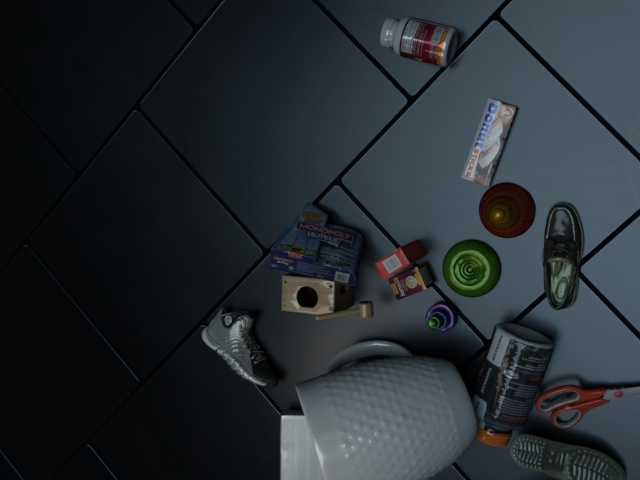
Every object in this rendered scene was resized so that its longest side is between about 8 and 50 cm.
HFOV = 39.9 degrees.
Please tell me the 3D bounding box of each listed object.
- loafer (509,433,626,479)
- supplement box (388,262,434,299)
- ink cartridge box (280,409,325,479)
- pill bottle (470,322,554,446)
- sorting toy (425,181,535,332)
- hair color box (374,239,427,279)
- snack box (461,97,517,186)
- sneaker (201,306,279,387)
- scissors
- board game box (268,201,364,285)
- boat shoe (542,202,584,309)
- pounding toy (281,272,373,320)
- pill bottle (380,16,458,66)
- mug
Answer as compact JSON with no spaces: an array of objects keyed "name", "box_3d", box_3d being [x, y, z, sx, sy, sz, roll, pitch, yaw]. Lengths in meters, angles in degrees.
[{"name":"loafer","box_3d":[0.519,0.467,1.861,0.251,0.087,0.094,22,85,4]},{"name":"supplement box","box_3d":[0.200,0.090,1.945,0.083,0.043,0.055,-27,87,37]},{"name":"ink cartridge box","box_3d":[0.020,0.500,2.082,0.232,0.066,0.189,1,97,0]},{"name":"pill bottle","box_3d":[0.393,0.308,1.858,0.130,0.130,0.245,21,103,18]},{"name":"sorting toy","box_3d":[0.320,0.047,1.860,0.127,0.126,0.365,33,106,15]},{"name":"hair color box","box_3d":[0.175,0.040,1.905,0.072,0.141,0.043,-33,83,21]},{"name":"snack box","box_3d":[0.358,-0.207,1.869,0.064,0.022,0.178,22,104,19]},{"name":"sneaker","box_3d":[-0.172,0.242,2.098,0.229,0.086,0.132,36,105,15]},{"name":"scissors","box_3d":[0.594,0.313,1.818,0.297,0.021,0.109,-26,112,22]},{"name":"board game box","box_3d":[0.000,0.000,1.959,0.194,0.194,0.060,12,130,2]},{"name":"boat shoe","box_3d":[0.498,0.036,1.815,0.080,0.073,0.223,3,98,21]},{"name":"pounding toy","box_3d":[0.021,0.115,1.953,0.206,0.181,0.094,4,98,21]},{"name":"pill bottle","box_3d":[0.209,-0.425,1.868,0.152,0.086,0.086,19,103,19]},{"name":"mug","box_3d":[0.132,0.352,1.866,0.328,0.374,0.276,-17,128,-4]}]
